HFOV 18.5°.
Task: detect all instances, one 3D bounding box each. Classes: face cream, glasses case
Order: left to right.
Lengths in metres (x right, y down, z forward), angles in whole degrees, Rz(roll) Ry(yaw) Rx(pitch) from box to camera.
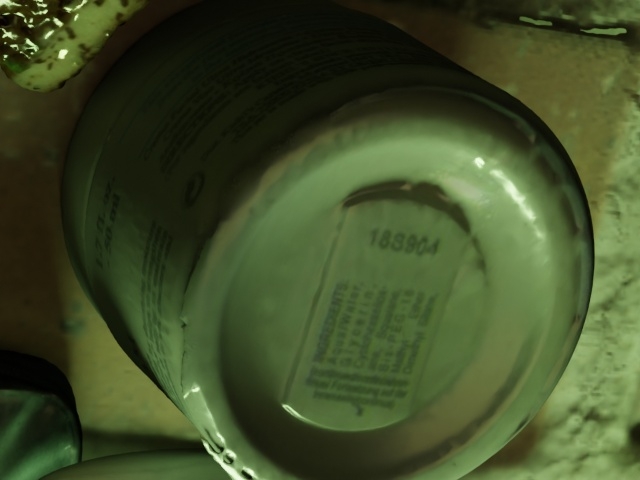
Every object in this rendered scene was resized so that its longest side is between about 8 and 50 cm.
[{"bbox_3d":[-0.038,0.114,0.822,0.197,0.076,0.049,12,69,-48],"label":"glasses case"},{"bbox_3d":[0.000,0.000,0.780,0.177,0.153,0.177,-8,112,-21],"label":"face cream"}]

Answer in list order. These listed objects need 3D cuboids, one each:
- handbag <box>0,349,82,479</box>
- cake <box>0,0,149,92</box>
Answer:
[{"bbox_3d":[-0.248,0.151,0.772,0.332,0.075,0.192,-8,115,-25],"label":"handbag"},{"bbox_3d":[-0.056,-0.158,0.707,0.112,0.135,0.246,34,92,-31],"label":"cake"}]
